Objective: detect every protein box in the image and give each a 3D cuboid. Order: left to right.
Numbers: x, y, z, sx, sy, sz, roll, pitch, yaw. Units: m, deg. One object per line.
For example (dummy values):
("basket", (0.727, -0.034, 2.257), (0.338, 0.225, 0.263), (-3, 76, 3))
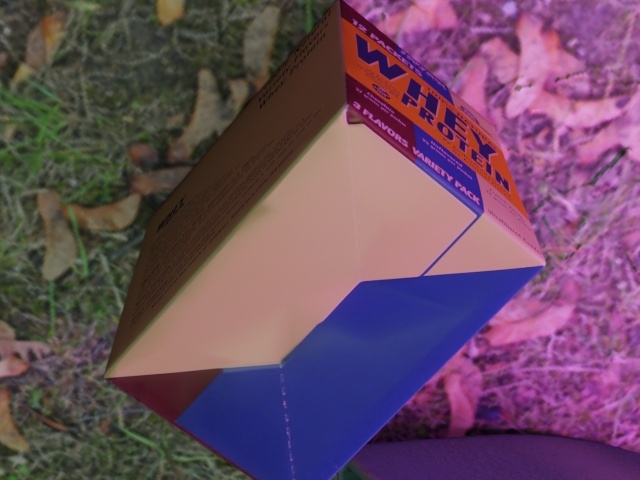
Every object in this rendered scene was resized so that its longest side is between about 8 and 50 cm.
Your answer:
("protein box", (0.000, 0.000, 0.741), (0.136, 0.201, 0.200), (37, 109, -16))

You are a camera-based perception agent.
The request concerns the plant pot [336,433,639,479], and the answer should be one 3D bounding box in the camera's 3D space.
("plant pot", (0.175, 0.260, 0.828), (0.252, 0.248, 0.247), (-8, 99, -16))
